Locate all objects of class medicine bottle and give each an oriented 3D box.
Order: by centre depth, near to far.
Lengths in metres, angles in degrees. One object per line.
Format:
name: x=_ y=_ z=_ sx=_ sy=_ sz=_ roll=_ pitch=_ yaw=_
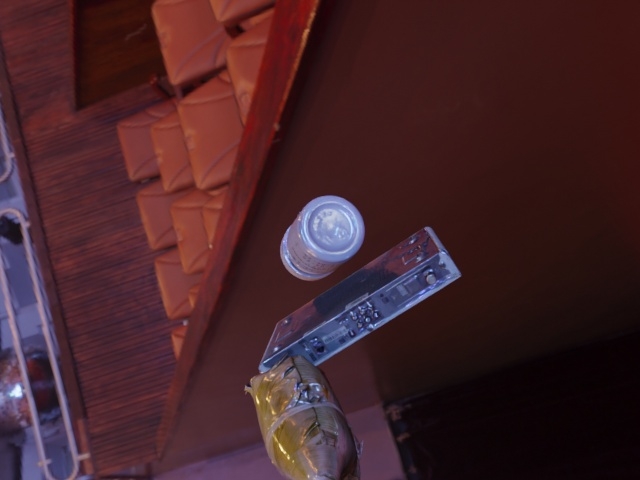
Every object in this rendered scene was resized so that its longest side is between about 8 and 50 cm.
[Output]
medicine bottle: x=0.000 y=0.000 z=1.025 sx=0.168 sy=0.105 sz=0.104 roll=135 pitch=118 yaw=-71

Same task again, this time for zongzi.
zongzi: x=0.004 y=0.245 z=0.717 sx=0.194 sy=0.099 sz=0.197 roll=64 pitch=174 yaw=-34

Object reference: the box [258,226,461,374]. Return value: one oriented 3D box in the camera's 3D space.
box: x=0.047 y=0.079 z=0.860 sx=0.045 sy=0.270 sz=0.211 roll=56 pitch=-170 yaw=-6
